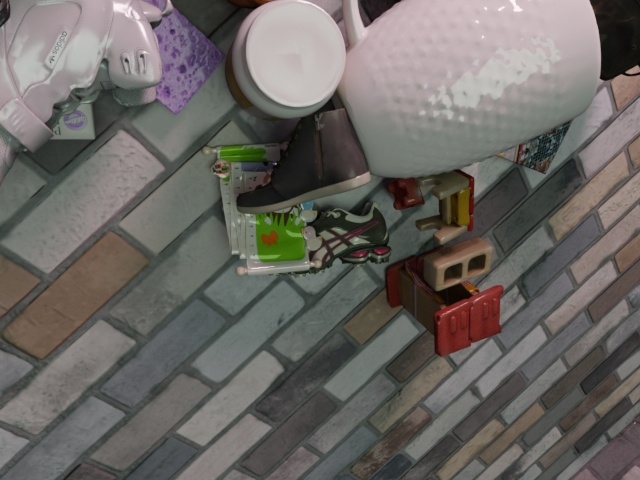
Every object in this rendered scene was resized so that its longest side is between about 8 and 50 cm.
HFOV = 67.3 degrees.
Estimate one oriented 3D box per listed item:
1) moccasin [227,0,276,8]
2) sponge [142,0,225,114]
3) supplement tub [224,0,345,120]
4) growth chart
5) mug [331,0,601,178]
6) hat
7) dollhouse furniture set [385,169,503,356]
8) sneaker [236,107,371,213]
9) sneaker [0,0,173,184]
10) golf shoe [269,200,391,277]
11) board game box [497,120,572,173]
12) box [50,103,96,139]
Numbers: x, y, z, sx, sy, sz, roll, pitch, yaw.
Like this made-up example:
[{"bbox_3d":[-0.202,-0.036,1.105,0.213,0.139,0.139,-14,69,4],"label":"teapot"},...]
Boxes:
[{"bbox_3d":[-0.114,-0.477,0.560,0.139,0.147,0.379,-15,120,-18],"label":"moccasin"},{"bbox_3d":[-0.249,-0.285,0.664,0.210,0.031,0.117,38,94,-33],"label":"sponge"},{"bbox_3d":[-0.053,-0.240,0.661,0.144,0.200,0.144,-3,103,-15],"label":"supplement tub"},{"bbox_3d":[-0.088,-0.054,0.807,0.172,0.021,0.237,-14,92,-20],"label":"growth chart"},{"bbox_3d":[0.171,-0.283,0.720,0.328,0.276,0.374,-25,117,2],"label":"mug"},{"bbox_3d":[0.498,-0.377,0.832,0.134,0.331,0.331,-29,127,20],"label":"hat"},{"bbox_3d":[0.235,0.015,0.931,0.152,0.201,0.374,-19,123,-16],"label":"dollhouse furniture set"},{"bbox_3d":[-0.041,-0.115,0.722,0.222,0.083,0.118,-14,101,23],"label":"sneaker"},{"bbox_3d":[-0.306,-0.166,0.555,0.210,0.137,0.365,14,88,-22],"label":"sneaker"},{"bbox_3d":[0.000,0.000,0.898,0.273,0.105,0.120,-10,98,-23],"label":"golf shoe"},{"bbox_3d":[0.455,-0.273,0.989,0.165,0.042,0.243,12,109,-29],"label":"board game box"},{"bbox_3d":[-0.463,-0.164,0.606,0.324,0.063,0.067,-5,117,-23],"label":"box"}]
